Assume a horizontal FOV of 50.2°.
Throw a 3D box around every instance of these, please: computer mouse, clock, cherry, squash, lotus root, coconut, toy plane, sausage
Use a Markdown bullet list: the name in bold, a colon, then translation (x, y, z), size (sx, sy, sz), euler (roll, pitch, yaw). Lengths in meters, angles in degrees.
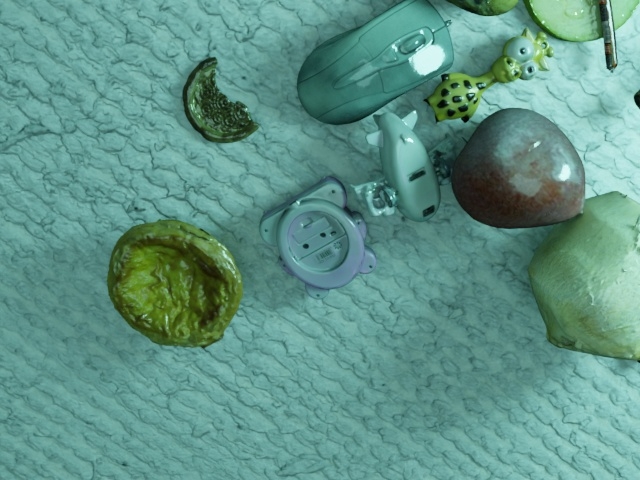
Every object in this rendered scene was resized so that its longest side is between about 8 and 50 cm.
- **computer mouse**: translation (0.121, -0.380, 1.469), size (0.371, 0.122, 0.188), euler (-28, 104, 7)
- **clock**: translation (0.000, 0.000, 1.602), size (0.228, 0.090, 0.247), euler (-29, 105, 11)
- **cherry**: translation (0.420, -0.143, 1.452), size (0.307, 0.221, 0.261), euler (36, 87, 20)
- **squash**: translation (0.550, -0.543, 1.430), size (0.252, 0.049, 0.252), euler (1, 109, 2)
- **lotus root**: translation (0.290, -0.553, 1.388), size (0.278, 0.154, 0.154), euler (19, 107, -3)
- **coconut**: translation (0.631, 0.096, 1.474), size (0.346, 0.346, 0.360), euler (31, 104, -6)
- **toy plane**: translation (0.188, -0.161, 1.521), size (0.267, 0.122, 0.266), euler (-5, 105, -18)
- **sausage**: translation (0.599, -0.448, 1.427), size (0.028, 0.025, 0.198), euler (-2, 113, 38)

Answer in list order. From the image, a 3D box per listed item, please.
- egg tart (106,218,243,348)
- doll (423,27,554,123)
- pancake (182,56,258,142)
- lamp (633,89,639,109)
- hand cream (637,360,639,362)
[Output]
- **egg tart**: translation (-0.343, 0.096, 1.626), size (0.341, 0.129, 0.341), euler (1, 108, 2)
- **doll**: translation (0.366, -0.350, 1.478), size (0.291, 0.086, 0.117), euler (-28, 107, 10)
- **pancake**: translation (-0.223, -0.310, 1.554), size (0.191, 0.020, 0.184), euler (21, 106, -4)
- **lamp**: translation (0.766, -0.356, 1.435), size (0.215, 0.121, 0.121), euler (-44, 100, 0)
- **hand cream**: translation (0.791, 0.207, 1.648), size (0.087, 0.054, 0.186), euler (5, 100, -3)
